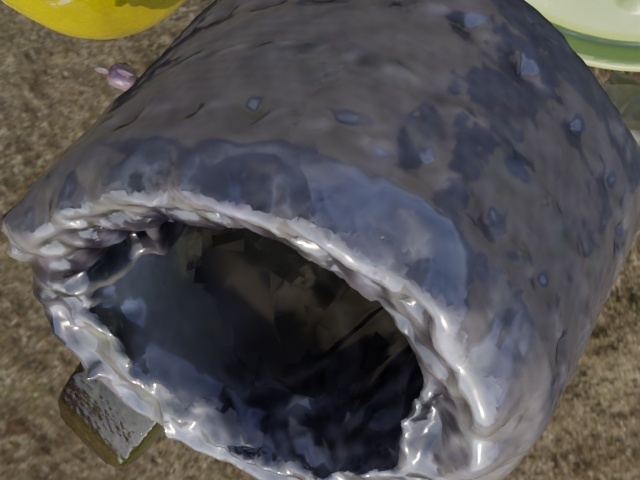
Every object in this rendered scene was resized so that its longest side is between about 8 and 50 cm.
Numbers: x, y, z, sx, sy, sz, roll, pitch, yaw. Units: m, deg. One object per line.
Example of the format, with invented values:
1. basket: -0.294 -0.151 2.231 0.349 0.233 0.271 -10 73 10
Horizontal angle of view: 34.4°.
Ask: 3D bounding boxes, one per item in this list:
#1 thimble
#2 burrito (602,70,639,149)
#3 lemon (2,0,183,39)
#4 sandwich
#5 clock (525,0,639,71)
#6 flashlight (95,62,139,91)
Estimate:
1. thimble: 0.000 0.000 0.452 0.245 0.157 0.217 13 135 26
2. burrito: 0.524 -0.122 1.380 0.332 0.135 0.190 10 102 31
3. lemon: -0.290 -0.415 1.280 0.348 0.348 0.348 4 112 10
4. sandwich: -0.040 0.038 0.750 0.162 0.301 0.250 40 115 -4
5. clock: 0.187 -0.206 0.551 0.348 0.117 0.286 7 148 11
6. flashlight: -0.220 -0.186 1.237 0.052 0.110 0.031 9 78 27
